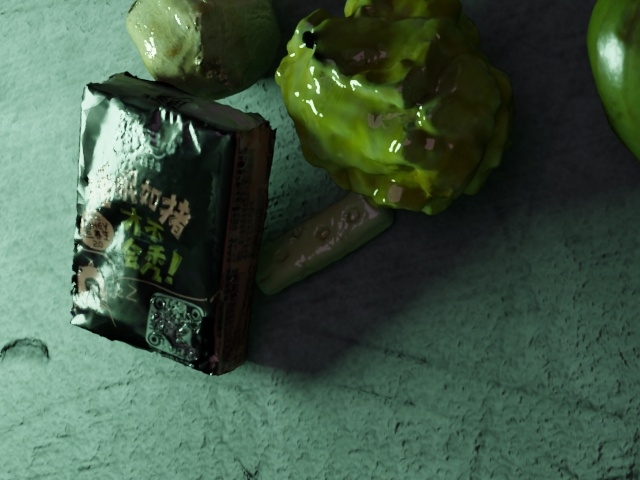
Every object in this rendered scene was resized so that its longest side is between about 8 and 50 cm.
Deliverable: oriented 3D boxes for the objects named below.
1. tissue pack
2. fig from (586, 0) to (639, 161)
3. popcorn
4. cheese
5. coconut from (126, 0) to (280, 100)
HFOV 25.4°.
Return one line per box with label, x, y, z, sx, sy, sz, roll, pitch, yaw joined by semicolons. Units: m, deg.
tissue pack;-0.177;-0.020;1.702;0.245;0.123;0.332;20;116;26
fig;0.370;-0.182;1.461;0.207;0.207;0.230;23;89;29
popcorn;0.085;-0.162;1.598;0.286;0.215;0.252;22;94;26
cheese;0.000;0.000;1.705;0.194;0.043;0.065;-32;72;16
coconut;-0.141;-0.257;1.754;0.194;0.194;0.194;-6;77;26
